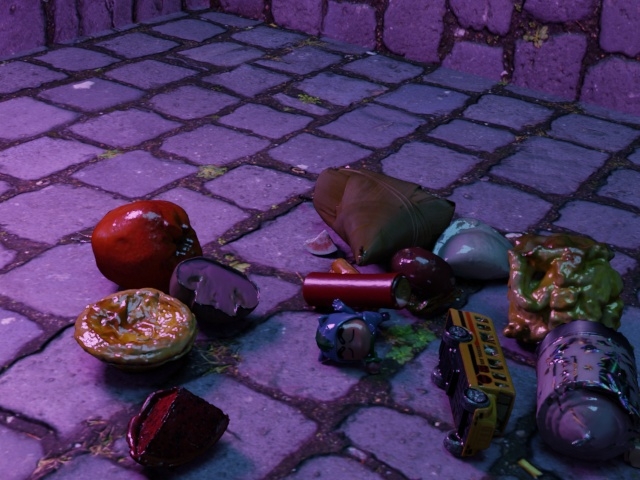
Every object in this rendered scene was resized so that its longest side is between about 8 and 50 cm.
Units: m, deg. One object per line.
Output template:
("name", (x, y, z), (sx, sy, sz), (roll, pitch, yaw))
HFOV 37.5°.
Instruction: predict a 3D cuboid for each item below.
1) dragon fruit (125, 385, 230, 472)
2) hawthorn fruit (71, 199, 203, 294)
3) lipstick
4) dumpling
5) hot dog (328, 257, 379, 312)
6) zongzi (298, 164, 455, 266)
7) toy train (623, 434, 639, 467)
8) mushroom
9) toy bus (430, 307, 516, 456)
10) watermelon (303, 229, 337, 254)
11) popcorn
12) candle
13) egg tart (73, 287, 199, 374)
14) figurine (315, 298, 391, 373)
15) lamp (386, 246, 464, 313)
("dragon fruit", (-0.252, 0.332, 1.589), (0.127, 0.120, 0.161), (41, 55, -15))
("hawthorn fruit", (-0.405, 0.011, 2.044), (0.299, 0.211, 0.211), (2, 26, 18))
("lipstick", (0.074, 0.104, 1.979), (0.241, 0.080, 0.080), (-1, 19, 38))
("dumpling", (0.350, 0.029, 2.210), (0.217, 0.104, 0.149), (-1, 35, -10))
("hot dog", (0.072, 0.100, 2.079), (0.055, 0.072, 0.188), (-31, 39, -16))
("zongzi", (0.046, -0.068, 2.247), (0.447, 0.181, 0.418), (20, 25, 31))
("toy train", (0.590, 0.355, 1.693), (0.087, 0.050, 0.138), (8, 27, 14))
("mushroom", (-0.225, 0.115, 1.944), (0.188, 0.117, 0.141), (18, 50, -16))
("toy bus", (0.285, 0.261, 1.754), (0.123, 0.121, 0.335), (10, 26, -6))
("watermelon", (0.000, 0.000, 2.262), (0.085, 0.061, 0.085), (6, 26, -3))
("popcorn", (0.500, 0.109, 1.948), (0.293, 0.237, 0.293), (4, 24, -2))
("candle", (0.469, 0.287, 1.659), (0.188, 0.187, 0.330), (9, 30, 9))
("egg tart", (-0.352, 0.183, 1.815), (0.241, 0.105, 0.241), (3, 30, -2))
("figurine", (0.081, 0.190, 1.878), (0.144, 0.114, 0.178), (29, 28, 35))
("lamp", (0.214, 0.090, 2.058), (0.156, 0.135, 0.157), (38, -12, -34))
